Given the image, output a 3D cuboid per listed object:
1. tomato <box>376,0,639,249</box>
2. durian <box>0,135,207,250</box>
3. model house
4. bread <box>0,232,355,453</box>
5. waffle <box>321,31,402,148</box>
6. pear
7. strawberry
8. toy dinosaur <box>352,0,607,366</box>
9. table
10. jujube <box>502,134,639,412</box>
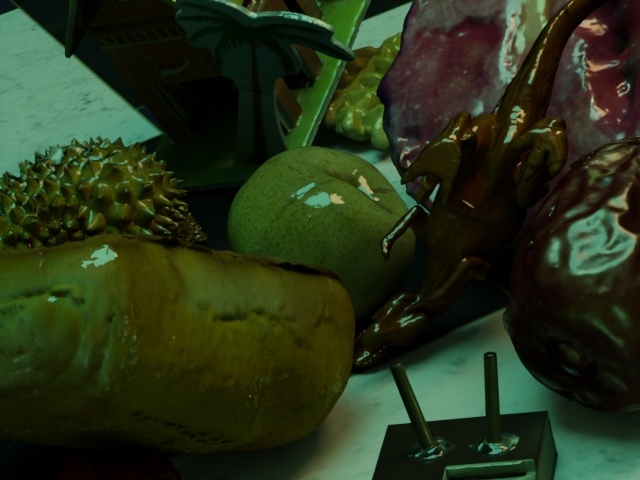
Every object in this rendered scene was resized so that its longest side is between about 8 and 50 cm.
[{"bbox_3d":[0.217,-0.103,1.710,0.335,0.176,0.289,-6,61,31],"label":"tomato"},{"bbox_3d":[-0.255,-0.025,1.880,0.250,0.138,0.183,-24,34,-3],"label":"durian"},{"bbox_3d":[-0.079,-0.262,1.934,0.340,0.323,0.300,-5,48,34],"label":"model house"},{"bbox_3d":[-0.176,0.089,1.468,0.328,0.148,0.337,-6,-11,32],"label":"bread"},{"bbox_3d":[0.105,-0.171,2.049,0.250,0.056,0.261,-21,28,-7],"label":"waffle"},{"bbox_3d":[0.000,0.000,1.631,0.136,0.167,0.167,-49,17,20],"label":"pear"},{"bbox_3d":[-0.145,0.199,1.405,0.106,0.106,0.106,-13,25,6],"label":"strawberry"},{"bbox_3d":[0.151,-0.075,1.521,0.432,0.097,0.208,-55,-8,1],"label":"toy dinosaur"},{"bbox_3d":[0.080,0.173,1.295,0.122,0.111,0.240,-7,27,16],"label":"table"},{"bbox_3d":[0.242,0.022,1.451,0.183,0.183,0.243,5,40,37],"label":"jujube"}]
